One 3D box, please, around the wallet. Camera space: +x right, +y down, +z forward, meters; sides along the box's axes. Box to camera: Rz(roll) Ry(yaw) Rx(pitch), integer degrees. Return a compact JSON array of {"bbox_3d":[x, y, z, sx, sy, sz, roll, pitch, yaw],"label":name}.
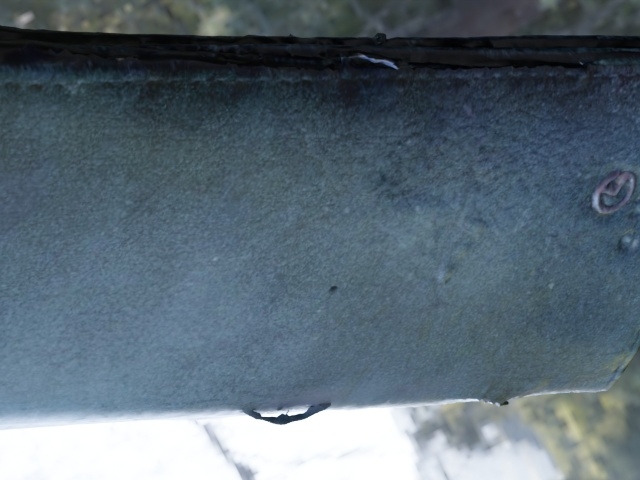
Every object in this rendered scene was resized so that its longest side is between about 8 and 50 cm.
[{"bbox_3d":[0.000,0.000,0.708,0.379,0.191,0.046,-2,-140,-31],"label":"wallet"}]
